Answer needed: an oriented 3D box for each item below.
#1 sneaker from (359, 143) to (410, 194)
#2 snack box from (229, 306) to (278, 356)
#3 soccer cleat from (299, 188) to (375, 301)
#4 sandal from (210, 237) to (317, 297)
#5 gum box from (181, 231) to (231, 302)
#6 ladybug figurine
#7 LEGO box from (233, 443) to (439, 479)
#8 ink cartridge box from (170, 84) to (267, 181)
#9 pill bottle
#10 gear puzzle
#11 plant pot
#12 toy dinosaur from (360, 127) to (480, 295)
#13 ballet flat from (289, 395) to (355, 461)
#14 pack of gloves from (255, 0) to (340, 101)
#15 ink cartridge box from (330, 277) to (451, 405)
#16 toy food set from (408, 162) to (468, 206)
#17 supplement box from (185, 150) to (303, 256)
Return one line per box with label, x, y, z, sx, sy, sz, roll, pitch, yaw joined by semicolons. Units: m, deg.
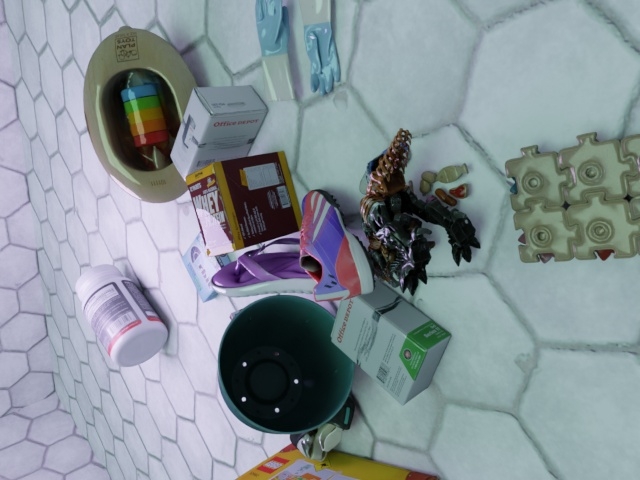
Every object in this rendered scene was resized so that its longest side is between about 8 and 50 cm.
sneaker;0.104;-0.130;0.996;0.052;0.058;0.135;58;138;16
snack box;-0.170;0.256;1.435;0.178;0.064;0.022;49;136;24
soccer cleat;0.000;0.000;1.043;0.318;0.116;0.108;-119;16;-51
sandal;-0.089;0.043;1.193;0.416;0.169;0.102;-5;114;36
gum box;-0.329;0.074;1.563;0.184;0.041;0.157;-45;70;47
ladybug figurine;-0.444;-0.324;1.404;0.162;0.305;0.449;-89;-9;-80
LEGO box;-0.021;0.648;1.178;0.500;0.372;0.193;-12;95;50
ink cartridge box;-0.241;-0.251;1.257;0.092;0.158;0.218;56;137;18
pill bottle;-0.731;0.263;1.952;0.363;0.210;0.210;44;132;29
gear puzzle;0.413;-0.063;0.695;0.339;0.044;0.175;-6;97;46
plant pot;-0.100;0.298;1.218;0.293;0.293;0.235;60;153;14
toy dinosaur;0.129;-0.029;0.914;0.218;0.164;0.322;43;171;40
ballet flat;-0.006;0.467;1.291;0.096;0.095;0.280;-91;23;-43
pack of gloves;-0.040;-0.405;1.083;0.195;0.046;0.232;7;112;35
ink cartridge box;0.131;0.192;1.060;0.208;0.087;0.153;38;129;32
toy food set;0.209;-0.086;0.923;0.122;0.019;0.078;-6;99;49
supplement box;-0.168;-0.083;1.210;0.129;0.194;0.191;-12;95;50
